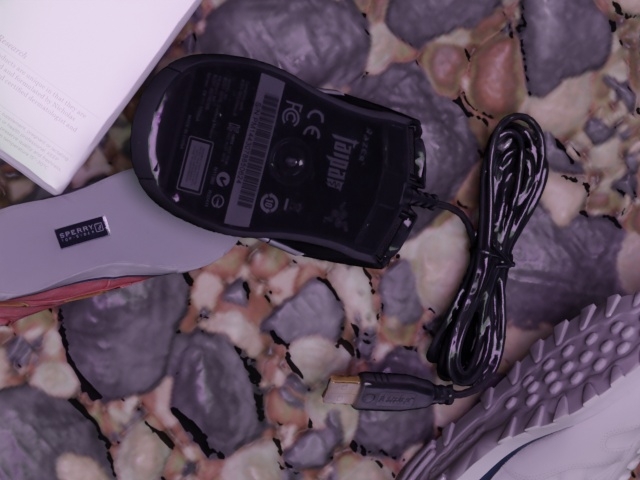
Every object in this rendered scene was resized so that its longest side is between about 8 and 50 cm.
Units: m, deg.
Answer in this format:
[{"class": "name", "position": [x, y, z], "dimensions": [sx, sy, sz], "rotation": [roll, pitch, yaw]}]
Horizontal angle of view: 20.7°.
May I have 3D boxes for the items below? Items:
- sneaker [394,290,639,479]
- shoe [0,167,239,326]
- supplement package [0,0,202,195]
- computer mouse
[{"class": "sneaker", "position": [0.140, 0.120, 0.996], "dimensions": [0.095, 0.090, 0.235], "rotation": [40, 122, -12]}, {"class": "shoe", "position": [-0.134, 0.003, 0.974], "dimensions": [0.178, 0.081, 0.063], "rotation": [-14, 85, -37]}, {"class": "supplement package", "position": [-0.130, -0.129, 0.932], "dimensions": [0.105, 0.105, 0.179], "rotation": [36, 91, -12]}, {"class": "computer mouse", "position": [0.000, 0.000, 0.991], "dimensions": [0.262, 0.060, 0.184], "rotation": [9, 92, -28]}]
